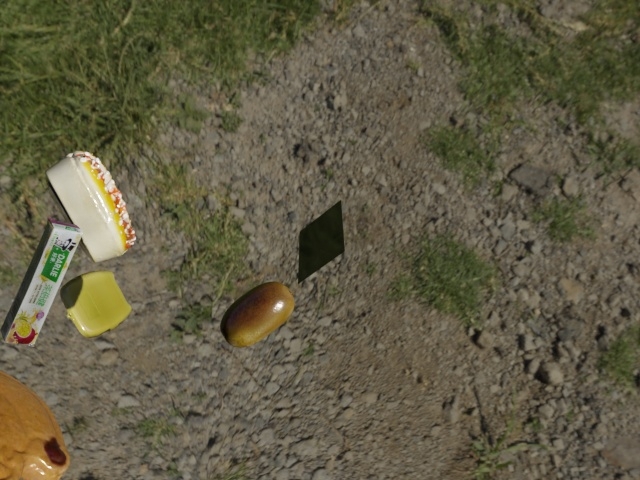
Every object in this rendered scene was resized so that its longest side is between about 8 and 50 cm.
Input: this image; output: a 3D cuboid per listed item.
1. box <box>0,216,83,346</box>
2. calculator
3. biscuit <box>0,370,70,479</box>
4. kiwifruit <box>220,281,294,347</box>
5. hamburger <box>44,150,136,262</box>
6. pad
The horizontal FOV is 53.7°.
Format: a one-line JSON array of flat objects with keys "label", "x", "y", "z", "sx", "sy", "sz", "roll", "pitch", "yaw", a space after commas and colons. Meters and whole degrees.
[{"label": "box", "x": -0.432, "y": 0.066, "z": 0.977, "sx": 0.041, "sy": 0.050, "sz": 0.207, "roll": 36, "pitch": 103, "yaw": 43}, {"label": "calculator", "x": -0.545, "y": 0.151, "z": 1.544, "sx": 0.033, "sy": 0.236, "sz": 0.157, "roll": -26, "pitch": 94, "yaw": 16}, {"label": "biscuit", "x": -0.652, "y": 0.317, "z": 1.104, "sx": 0.350, "sy": 0.455, "sz": 0.078, "roll": 36, "pitch": 94, "yaw": 17}, {"label": "kiwifruit", "x": -0.095, "y": 0.111, "z": 0.953, "sx": 0.124, "sy": 0.075, "sz": 0.075, "roll": -33, "pitch": 76, "yaw": 3}, {"label": "hamburger", "x": -0.601, "y": -0.087, "z": 1.662, "sx": 0.151, "sy": 0.227, "sz": 0.295, "roll": -34, "pitch": 108, "yaw": -25}, {"label": "pad", "x": 0.000, "y": 0.000, "z": 1.344, "sx": 0.004, "sy": 0.127, "sz": 0.190, "roll": 42, "pitch": 26, "yaw": -27}]
